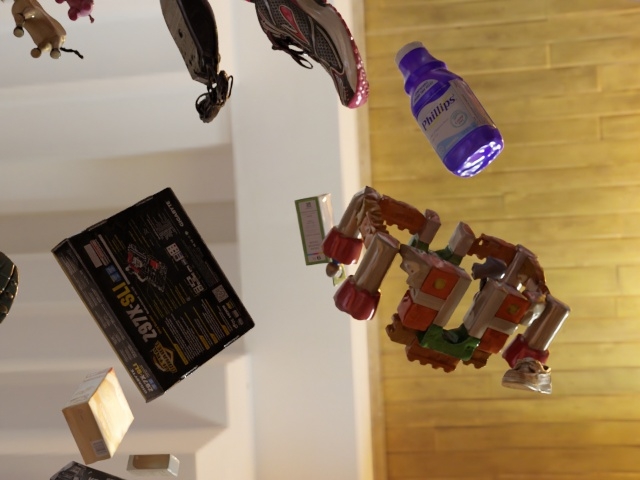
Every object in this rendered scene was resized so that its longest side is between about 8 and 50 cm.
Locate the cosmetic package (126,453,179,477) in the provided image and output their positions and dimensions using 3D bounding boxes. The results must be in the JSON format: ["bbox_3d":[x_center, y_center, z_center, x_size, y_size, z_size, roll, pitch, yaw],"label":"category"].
[{"bbox_3d":[-0.412,0.555,2.331,0.115,0.041,0.060,-5,146,16],"label":"cosmetic package"}]

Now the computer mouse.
[{"bbox_3d":[-0.221,-0.368,1.764,0.072,0.272,0.188,-21,175,-22],"label":"computer mouse"}]

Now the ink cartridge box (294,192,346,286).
[{"bbox_3d":[0.000,0.000,2.183,0.062,0.209,0.109,-10,-176,17],"label":"ink cartridge box"}]

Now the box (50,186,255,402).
[{"bbox_3d":[-0.298,0.091,1.734,0.079,0.322,0.257,-29,-176,47],"label":"box"}]

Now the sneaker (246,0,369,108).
[{"bbox_3d":[-0.024,-0.316,1.446,0.112,0.299,0.121,-33,162,0],"label":"sneaker"}]

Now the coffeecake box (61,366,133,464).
[{"bbox_3d":[-0.500,0.394,2.137,0.068,0.142,0.185,-17,-165,9],"label":"coffeecake box"}]

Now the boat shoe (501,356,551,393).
[{"bbox_3d":[0.363,0.235,1.663,0.063,0.059,0.170,2,170,30],"label":"boat shoe"}]

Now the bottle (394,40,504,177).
[{"bbox_3d":[0.231,-0.255,1.779,0.092,0.283,0.118,7,137,-48],"label":"bottle"}]

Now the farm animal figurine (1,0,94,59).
[{"bbox_3d":[-0.545,-0.515,1.680,0.326,0.330,0.172,15,-150,-17],"label":"farm animal figurine"}]

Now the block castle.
[{"bbox_3d":[0.235,0.099,1.862,0.453,0.213,0.303,20,-157,-16],"label":"block castle"}]

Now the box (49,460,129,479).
[{"bbox_3d":[-0.426,0.626,1.917,0.242,0.308,0.076,11,-160,23],"label":"box"}]

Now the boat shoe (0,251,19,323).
[{"bbox_3d":[-0.643,0.145,1.595,0.119,0.123,0.324,-3,-138,36],"label":"boat shoe"}]
